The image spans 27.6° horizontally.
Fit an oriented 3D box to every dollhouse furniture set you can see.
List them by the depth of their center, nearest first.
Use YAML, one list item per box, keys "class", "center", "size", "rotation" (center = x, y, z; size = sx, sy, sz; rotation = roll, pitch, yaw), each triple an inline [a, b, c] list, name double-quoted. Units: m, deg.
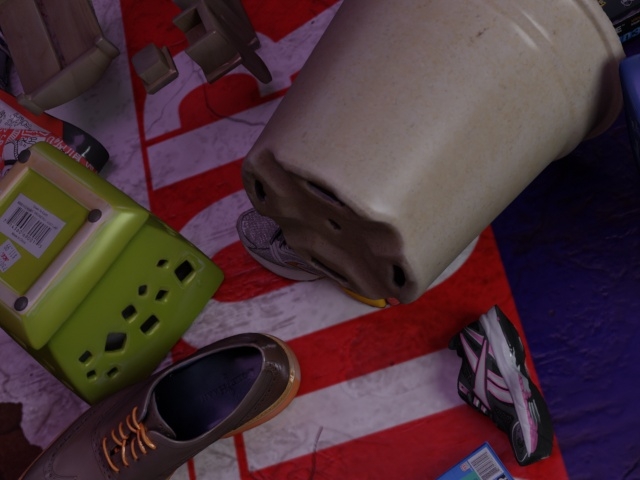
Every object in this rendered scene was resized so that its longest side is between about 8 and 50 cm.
- class: "dollhouse furniture set"
  center: [-0.273, -0.225, 1.688]
  size: [0.355, 0.174, 0.303]
  rotation: [-33, 55, 13]

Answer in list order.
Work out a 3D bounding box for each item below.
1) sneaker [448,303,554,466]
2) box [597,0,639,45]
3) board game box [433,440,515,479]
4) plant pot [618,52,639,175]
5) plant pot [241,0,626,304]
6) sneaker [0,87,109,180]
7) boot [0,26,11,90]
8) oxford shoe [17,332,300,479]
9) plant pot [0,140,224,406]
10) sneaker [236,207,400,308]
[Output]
- class: "sneaker"
  center: [0.183, 0.159, 1.354]
  size: [0.077, 0.072, 0.178]
  rotation: [-29, 48, 19]
- class: "box"
  center: [0.341, -0.316, 1.543]
  size: [0.220, 0.051, 0.175]
  rotation: [-27, 57, 7]
- class: "board game box"
  center: [0.128, 0.325, 1.289]
  size: [0.210, 0.047, 0.160]
  rotation: [-35, 57, 0]
- class: "plant pot"
  center: [0.432, -0.065, 1.274]
  size: [0.236, 0.236, 0.212]
  rotation: [-12, 65, 14]
- class: "plant pot"
  center: [0.091, -0.117, 1.334]
  size: [0.334, 0.334, 0.305]
  rotation: [26, 66, 30]
- class: "sneaker"
  center: [-0.417, -0.109, 1.707]
  size: [0.270, 0.090, 0.145]
  rotation: [25, 72, 27]
- class: "boot"
  center: [-0.452, -0.282, 1.825]
  size: [0.086, 0.069, 0.190]
  rotation: [-29, 56, -2]
- class: "oxford shoe"
  center: [-0.197, 0.205, 1.415]
  size: [0.363, 0.133, 0.130]
  rotation: [-35, 75, 2]
- class: "plant pot"
  center: [-0.289, 0.030, 1.515]
  size: [0.228, 0.207, 0.227]
  rotation: [33, 79, 33]
- class: "sneaker"
  center: [0.000, 0.000, 1.485]
  size: [0.225, 0.093, 0.088]
  rotation: [16, 70, 28]
